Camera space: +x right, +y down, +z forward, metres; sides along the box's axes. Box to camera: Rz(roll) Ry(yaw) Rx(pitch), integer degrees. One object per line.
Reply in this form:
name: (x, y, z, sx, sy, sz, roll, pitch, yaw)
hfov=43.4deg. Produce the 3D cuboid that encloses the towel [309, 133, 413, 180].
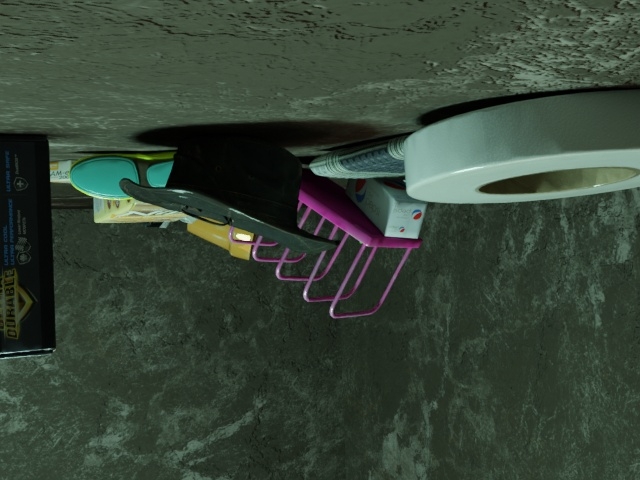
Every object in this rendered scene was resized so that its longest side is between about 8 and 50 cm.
towel: (0.197, -0.144, 1.349, 0.324, 0.056, 0.312, 0, 176, -33)

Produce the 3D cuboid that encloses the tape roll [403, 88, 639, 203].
tape roll: (0.303, -0.109, 1.042, 0.391, 0.072, 0.392, -3, 174, 0)

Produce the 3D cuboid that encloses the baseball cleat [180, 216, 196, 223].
baseball cleat: (-0.296, -0.094, 2.066, 0.205, 0.110, 0.072, -3, 154, 19)

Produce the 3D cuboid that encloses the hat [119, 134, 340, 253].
hat: (-0.118, -0.084, 1.177, 0.331, 0.134, 0.331, 15, 173, 2)

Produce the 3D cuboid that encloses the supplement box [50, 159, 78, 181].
supplement box: (-0.437, -0.122, 1.452, 0.062, 0.036, 0.098, -2, 180, 29)

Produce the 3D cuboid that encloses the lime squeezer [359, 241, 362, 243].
lime squeezer: (0.125, -0.120, 2.282, 0.058, 0.110, 0.310, -18, -153, 15)

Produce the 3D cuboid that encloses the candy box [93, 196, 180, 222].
candy box: (-0.328, -0.093, 1.606, 0.182, 0.088, 0.316, -3, 177, -29)

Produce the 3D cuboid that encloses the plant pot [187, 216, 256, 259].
plant pot: (-0.267, -0.065, 2.259, 0.187, 0.205, 0.205, 13, 180, -2)

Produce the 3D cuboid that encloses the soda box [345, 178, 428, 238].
soda box: (0.117, -0.081, 1.494, 0.069, 0.074, 0.216, 4, -157, -21)

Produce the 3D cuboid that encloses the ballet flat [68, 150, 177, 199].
ballet flat: (-0.292, -0.112, 1.329, 0.230, 0.077, 0.077, -4, -163, -5)

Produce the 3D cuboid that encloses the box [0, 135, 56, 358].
box: (-0.501, 0.011, 1.038, 0.293, 0.296, 0.073, -1, -179, -27)

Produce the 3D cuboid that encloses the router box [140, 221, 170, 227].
router box: (-0.460, -0.088, 2.060, 0.133, 0.046, 0.179, 36, -177, 4)

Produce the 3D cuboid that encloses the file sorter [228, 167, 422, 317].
file sorter: (0.000, 0.000, 1.546, 0.290, 0.182, 0.202, 35, -163, 28)
